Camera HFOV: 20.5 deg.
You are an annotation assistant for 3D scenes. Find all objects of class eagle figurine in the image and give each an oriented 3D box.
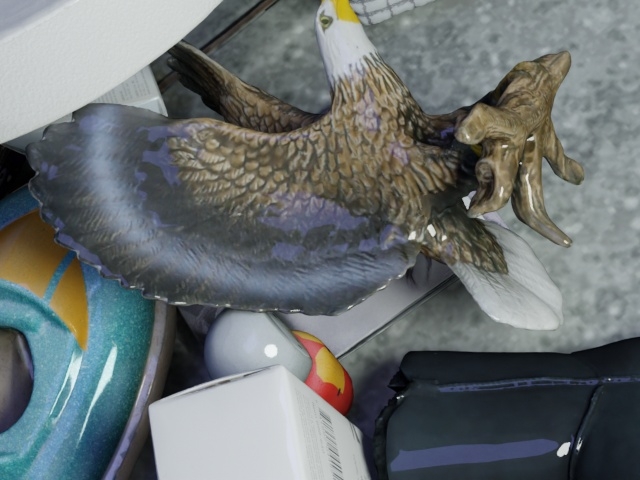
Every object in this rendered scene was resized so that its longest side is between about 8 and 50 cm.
[{"bbox_3d":[0.006,-0.052,1.098,0.298,0.226,0.225,-12,60,27],"label":"eagle figurine"}]

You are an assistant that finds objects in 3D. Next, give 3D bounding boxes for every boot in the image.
[{"bbox_3d":[0.137,0.148,1.051,0.207,0.094,0.246,-8,36,10],"label":"boot"}]

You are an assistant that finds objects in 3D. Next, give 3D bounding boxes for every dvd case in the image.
[{"bbox_3d":[0.000,0.000,1.235,0.221,0.018,0.164,-34,63,1],"label":"dvd case"}]

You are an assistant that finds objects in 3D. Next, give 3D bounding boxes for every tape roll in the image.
[{"bbox_3d":[-0.211,-0.206,1.204,0.392,0.072,0.392,-17,39,14],"label":"tape roll"}]

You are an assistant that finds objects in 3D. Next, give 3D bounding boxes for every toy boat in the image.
[{"bbox_3d":[-0.138,0.073,1.161,0.318,0.148,0.267,2,73,23],"label":"toy boat"}]

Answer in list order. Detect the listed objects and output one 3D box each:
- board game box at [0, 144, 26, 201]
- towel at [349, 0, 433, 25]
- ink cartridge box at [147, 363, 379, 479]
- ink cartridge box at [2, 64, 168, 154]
[{"bbox_3d":[-0.374,0.022,1.265,0.208,0.056,0.347,20,66,10],"label":"board game box"},{"bbox_3d":[0.115,-0.283,1.195,0.283,0.235,0.121,-19,61,8],"label":"towel"},{"bbox_3d":[-0.012,0.184,1.051,0.092,0.218,0.158,-17,64,15],"label":"ink cartridge box"},{"bbox_3d":[-0.207,-0.097,1.268,0.179,0.045,0.145,-18,36,-5],"label":"ink cartridge box"}]
